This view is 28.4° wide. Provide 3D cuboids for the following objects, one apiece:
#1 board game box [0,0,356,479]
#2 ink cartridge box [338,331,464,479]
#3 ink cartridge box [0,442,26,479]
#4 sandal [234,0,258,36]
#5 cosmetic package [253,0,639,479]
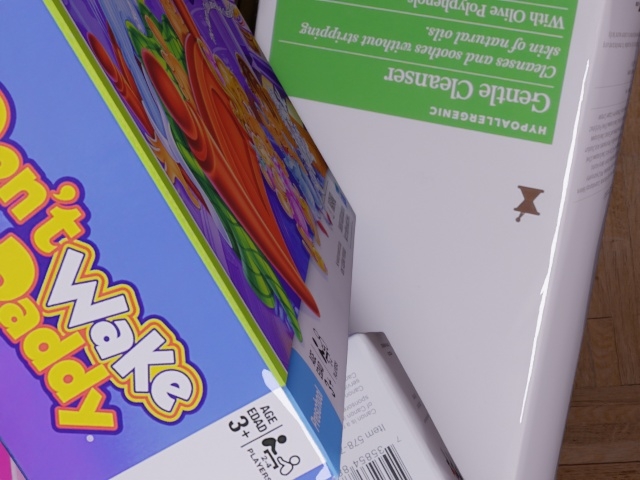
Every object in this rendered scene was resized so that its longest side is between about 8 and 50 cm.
[{"bbox_3d":[-0.078,-0.054,0.490,0.233,0.078,0.347,60,9,-10],"label":"board game box"},{"bbox_3d":[0.011,0.145,0.553,0.176,0.128,0.127,62,4,8],"label":"ink cartridge box"},{"bbox_3d":[-0.141,0.049,0.529,0.371,0.069,0.176,6,79,-73],"label":"ink cartridge box"},{"bbox_3d":[-0.065,-0.015,0.806,0.120,0.086,0.303,-8,109,-69],"label":"sandal"},{"bbox_3d":[0.060,0.005,0.743,0.155,0.197,0.365,-19,118,-67],"label":"cosmetic package"}]
